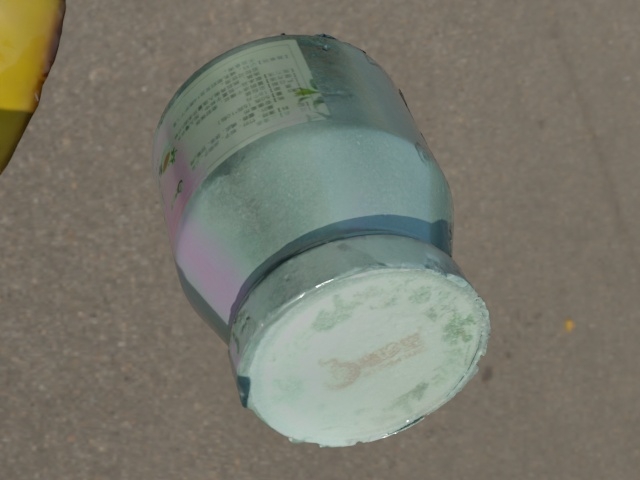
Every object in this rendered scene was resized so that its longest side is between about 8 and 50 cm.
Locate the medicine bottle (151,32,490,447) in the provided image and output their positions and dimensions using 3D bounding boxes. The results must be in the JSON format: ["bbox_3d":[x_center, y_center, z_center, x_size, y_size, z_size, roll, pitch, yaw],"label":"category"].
[{"bbox_3d":[0.000,0.000,0.947,0.245,0.245,0.290,35,21,-39],"label":"medicine bottle"}]

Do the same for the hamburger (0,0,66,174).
[{"bbox_3d":[-0.430,-0.205,1.029,0.277,0.396,0.395,16,74,-34],"label":"hamburger"}]
